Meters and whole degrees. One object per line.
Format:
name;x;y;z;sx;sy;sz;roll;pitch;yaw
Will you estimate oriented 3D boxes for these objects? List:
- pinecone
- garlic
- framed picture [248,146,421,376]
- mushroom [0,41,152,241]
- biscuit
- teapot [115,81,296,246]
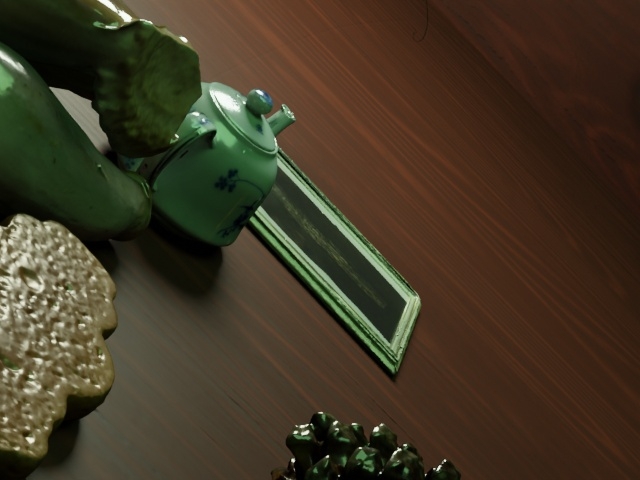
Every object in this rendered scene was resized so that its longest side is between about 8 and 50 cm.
pinecone;0.034;0.221;1.224;0.179;0.184;0.204;-24;66;-36
garlic;-0.254;-0.206;1.443;0.325;0.132;0.279;36;-1;20
framed picture;0.000;0.000;1.844;0.293;0.018;0.231;46;19;-6
mushroom;-0.224;-0.060;1.359;0.270;0.103;0.118;44;22;-45
biscuit;-0.223;0.060;1.193;0.186;0.044;0.295;52;20;-1
teapot;-0.102;-0.088;1.592;0.159;0.159;0.232;51;19;9
